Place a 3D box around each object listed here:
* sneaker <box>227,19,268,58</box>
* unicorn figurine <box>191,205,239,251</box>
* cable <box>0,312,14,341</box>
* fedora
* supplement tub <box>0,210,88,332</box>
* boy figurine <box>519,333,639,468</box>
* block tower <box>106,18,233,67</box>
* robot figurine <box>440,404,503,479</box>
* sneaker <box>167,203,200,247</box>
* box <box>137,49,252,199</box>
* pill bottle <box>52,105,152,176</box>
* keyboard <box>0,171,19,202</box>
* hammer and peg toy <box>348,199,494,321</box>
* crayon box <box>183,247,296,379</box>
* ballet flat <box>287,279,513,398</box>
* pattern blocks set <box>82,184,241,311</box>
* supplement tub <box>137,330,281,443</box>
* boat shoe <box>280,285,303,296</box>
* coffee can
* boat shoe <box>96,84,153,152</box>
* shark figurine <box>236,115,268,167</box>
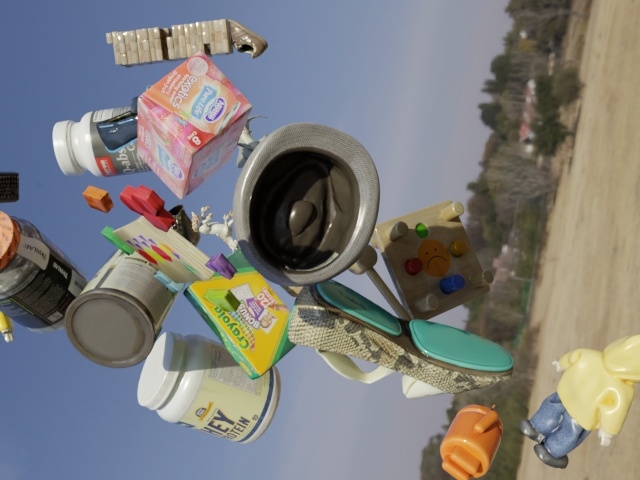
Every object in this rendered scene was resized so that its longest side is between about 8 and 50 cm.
[{"bbox_3d":[-0.260,-0.646,2.146,0.071,0.188,0.066,-53,-21,-19],"label":"sneaker"},{"bbox_3d":[-0.273,-0.032,1.826,0.060,0.161,0.111,-71,-1,-55],"label":"unicorn figurine"},{"bbox_3d":[-0.880,0.133,1.786,0.072,0.139,0.288,-13,-82,-32],"label":"cable"},{"bbox_3d":[-0.028,-0.059,1.161,0.124,0.243,0.276,-144,65,-82],"label":"fedora"},{"bbox_3d":[-0.680,0.072,1.523,0.316,0.193,0.194,71,-148,-61],"label":"supplement tub"},{"bbox_3d":[0.469,0.259,1.161,0.285,0.092,0.177,-55,32,20],"label":"boy figurine"},{"bbox_3d":[-0.412,-0.544,1.860,0.091,0.335,0.097,-65,-29,-78],"label":"block tower"},{"bbox_3d":[0.378,0.494,1.658,0.219,0.128,0.158,-41,-56,-51],"label":"robot figurine"},{"bbox_3d":[-0.395,0.005,1.802,0.222,0.083,0.118,-84,-22,-53],"label":"sneaker"},{"bbox_3d":[-0.254,-0.210,1.300,0.154,0.142,0.300,-43,1,-20],"label":"box"},{"bbox_3d":[-0.627,-0.310,2.106,0.210,0.362,0.210,171,90,-89],"label":"pill bottle"},{"bbox_3d":[-0.802,-0.144,1.632,0.180,0.023,0.108,-20,-73,-73],"label":"keyboard"},{"bbox_3d":[0.228,0.069,1.596,0.361,0.127,0.266,-20,-97,-30],"label":"hammer and peg toy"},{"bbox_3d":[-0.185,0.181,1.650,0.165,0.278,0.081,-39,0,-29],"label":"crayon box"},{"bbox_3d":[0.154,0.229,1.381,0.164,0.482,0.182,-97,31,-63],"label":"ballet flat"},{"bbox_3d":[-0.234,0.014,1.016,0.285,0.324,0.026,46,-115,-26],"label":"pattern blocks set"},{"bbox_3d":[-0.295,0.389,1.789,0.235,0.324,0.236,-42,34,37],"label":"supplement tub"},{"bbox_3d":[0.000,0.000,1.806,0.110,0.121,0.341,47,-107,-20],"label":"boat shoe"},{"bbox_3d":[-0.447,0.136,1.578,0.275,0.201,0.202,-78,-10,-63],"label":"coffee can"},{"bbox_3d":[-0.416,-0.295,1.566,0.089,0.258,0.109,57,-169,-22],"label":"boat shoe"},{"bbox_3d":[-0.216,-0.273,1.949,0.116,0.166,0.278,-61,40,31],"label":"shark figurine"}]
